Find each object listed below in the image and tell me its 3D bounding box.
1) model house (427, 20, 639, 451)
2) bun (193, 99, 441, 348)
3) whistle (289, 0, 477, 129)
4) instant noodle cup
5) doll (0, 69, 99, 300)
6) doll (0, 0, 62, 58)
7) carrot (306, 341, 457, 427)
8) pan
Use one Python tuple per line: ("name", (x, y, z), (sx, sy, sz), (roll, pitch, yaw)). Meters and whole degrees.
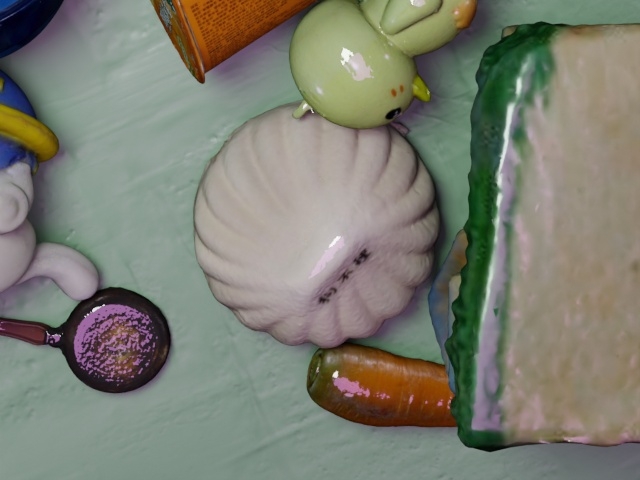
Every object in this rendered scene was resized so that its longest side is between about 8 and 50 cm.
("model house", (0.254, -0.015, 1.372), (0.334, 0.342, 0.382), (0, 96, -9))
("bun", (0.000, 0.000, 1.436), (0.263, 0.175, 0.263), (-1, 109, -3))
("whistle", (0.091, -0.202, 1.360), (0.294, 0.141, 0.141), (-29, 108, 14))
("instant noodle cup", (-0.080, -0.284, 1.322), (0.182, 0.230, 0.230), (-26, 108, -5))
("doll", (-0.312, -0.043, 1.391), (0.159, 0.242, 0.311), (-19, 150, 37))
("doll", (-0.362, -0.280, 1.290), (0.310, 0.284, 0.240), (7, 152, 7))
("carrot", (0.082, 0.161, 1.541), (0.193, 0.087, 0.087), (14, 106, -13))
("pan", (-0.263, 0.100, 1.514), (0.212, 0.040, 0.115), (8, 101, -8))
